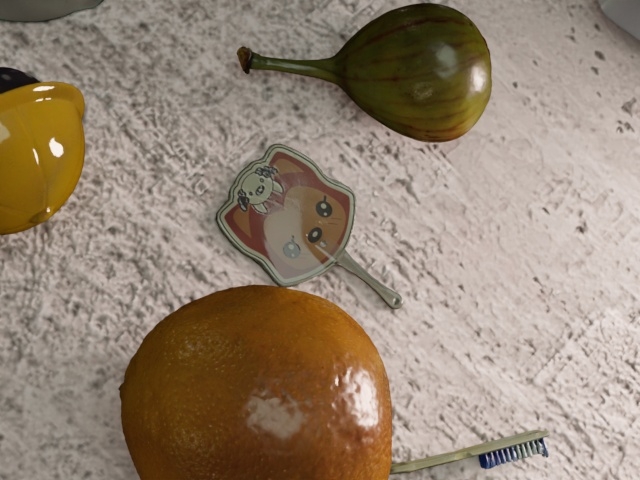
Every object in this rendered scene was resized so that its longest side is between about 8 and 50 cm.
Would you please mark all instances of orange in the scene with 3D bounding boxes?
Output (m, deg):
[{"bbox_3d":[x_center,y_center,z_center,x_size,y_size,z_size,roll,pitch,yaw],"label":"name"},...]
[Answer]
[{"bbox_3d":[-0.061,0.161,1.309,0.264,0.264,0.264,2,79,-12],"label":"orange"}]

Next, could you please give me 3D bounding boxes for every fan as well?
[{"bbox_3d":[0.000,0.000,1.473,0.220,0.009,0.132,40,74,-3],"label":"fan"}]

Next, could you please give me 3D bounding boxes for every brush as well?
[{"bbox_3d":[0.151,0.225,1.454,0.178,0.033,0.030,-11,96,-14],"label":"brush"}]

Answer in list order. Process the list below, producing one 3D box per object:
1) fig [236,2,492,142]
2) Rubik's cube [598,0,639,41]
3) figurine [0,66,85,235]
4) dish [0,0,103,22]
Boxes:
[{"bbox_3d":[0.049,-0.164,1.469,0.259,0.151,0.151,-8,80,11],"label":"fig"},{"bbox_3d":[0.540,-0.346,1.486,0.352,0.347,0.351,26,75,-7],"label":"Rubik's cube"},{"bbox_3d":[-0.346,-0.103,1.338,0.256,0.192,0.167,23,102,16],"label":"figurine"},{"bbox_3d":[-0.311,-0.336,1.431,0.246,0.078,0.224,41,75,-2],"label":"dish"}]
